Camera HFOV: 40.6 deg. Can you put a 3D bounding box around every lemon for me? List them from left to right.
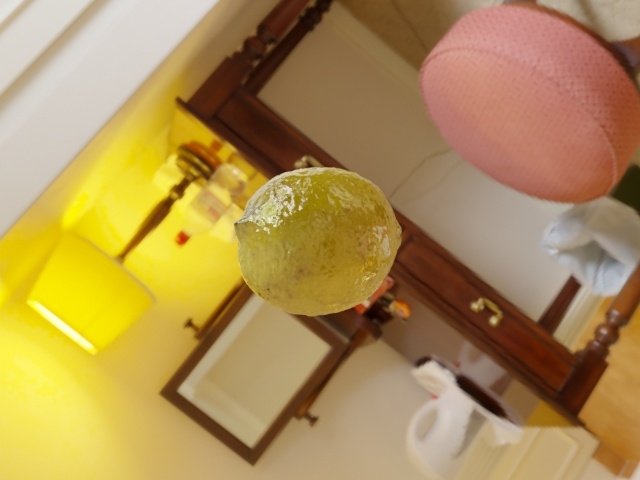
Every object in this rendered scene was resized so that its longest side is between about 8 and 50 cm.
[{"bbox_3d":[0.000,0.000,0.629,0.133,0.109,0.109,0,175,-21],"label":"lemon"}]
